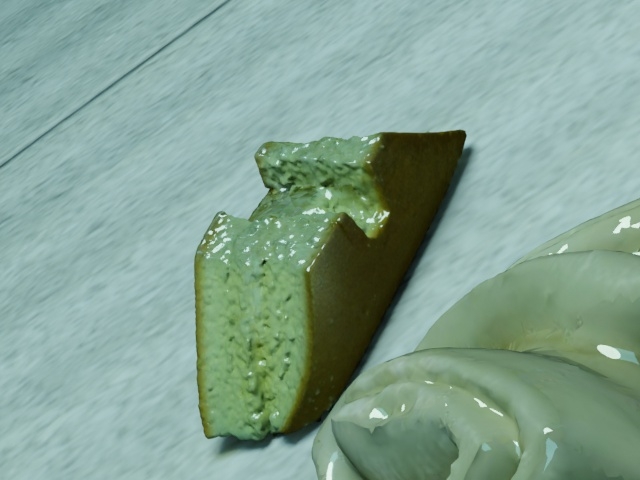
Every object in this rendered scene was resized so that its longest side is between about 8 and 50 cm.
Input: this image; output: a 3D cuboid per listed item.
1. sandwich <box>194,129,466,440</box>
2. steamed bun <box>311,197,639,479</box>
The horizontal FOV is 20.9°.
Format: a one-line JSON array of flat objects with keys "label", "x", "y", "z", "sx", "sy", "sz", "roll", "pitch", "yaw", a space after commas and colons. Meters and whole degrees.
[{"label": "sandwich", "x": 0.000, "y": 0.000, "z": 1.002, "sx": 0.090, "sy": 0.088, "sz": 0.244, "roll": -2, "pitch": 45, "yaw": 41}, {"label": "steamed bun", "x": 0.129, "y": 0.094, "z": 0.593, "sx": 0.324, "sy": 0.219, "sz": 0.310, "roll": -43, "pitch": 30, "yaw": -9}]
